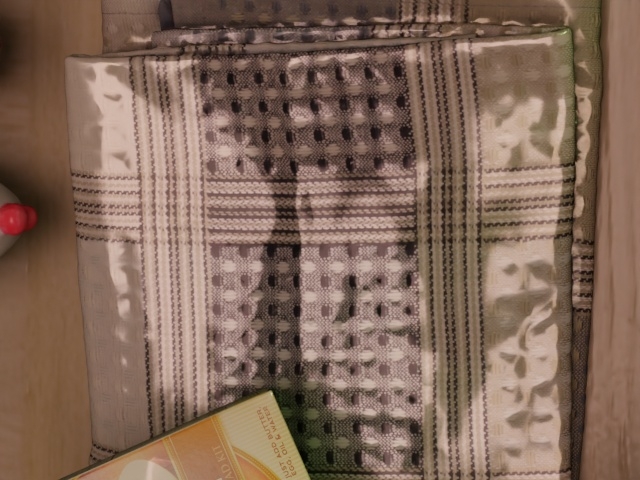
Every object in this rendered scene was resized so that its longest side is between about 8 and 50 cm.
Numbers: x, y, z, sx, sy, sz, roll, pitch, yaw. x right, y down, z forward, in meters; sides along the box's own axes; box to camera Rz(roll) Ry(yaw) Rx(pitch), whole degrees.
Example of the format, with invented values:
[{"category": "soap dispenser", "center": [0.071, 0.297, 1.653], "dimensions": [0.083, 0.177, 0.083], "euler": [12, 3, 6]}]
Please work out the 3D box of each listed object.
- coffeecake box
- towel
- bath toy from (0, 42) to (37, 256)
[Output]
[{"category": "coffeecake box", "center": [-0.084, 0.182, 0.686], "dimensions": [0.186, 0.068, 0.142], "euler": [-24, 87, -7]}, {"category": "towel", "center": [0.000, 0.000, 0.730], "dimensions": [0.312, 0.056, 0.324], "euler": [2, 97, 20]}, {"category": "bath toy", "center": [-0.237, -0.136, 0.745], "dimensions": [0.129, 0.151, 0.348], "euler": [2, 99, 35]}]
